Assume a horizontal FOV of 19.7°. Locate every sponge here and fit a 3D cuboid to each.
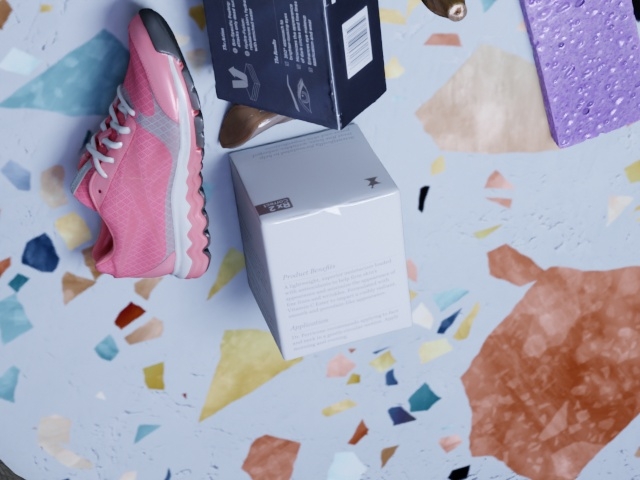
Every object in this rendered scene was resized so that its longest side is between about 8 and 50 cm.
[{"bbox_3d":[0.292,-0.208,2.018,0.117,0.031,0.210,-22,126,-4],"label":"sponge"}]

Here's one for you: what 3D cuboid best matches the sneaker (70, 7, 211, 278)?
[{"bbox_3d":[-0.190,-0.083,1.885,0.136,0.116,0.314,-9,123,-11],"label":"sneaker"}]

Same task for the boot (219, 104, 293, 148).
[{"bbox_3d":[-0.045,-0.135,1.943,0.087,0.042,0.118,-10,161,-39],"label":"boot"}]

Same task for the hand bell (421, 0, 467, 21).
[{"bbox_3d":[0.090,-0.269,1.783,0.126,0.242,0.126,-8,124,-13],"label":"hand bell"}]

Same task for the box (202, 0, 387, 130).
[{"bbox_3d":[-0.027,-0.211,1.822,0.093,0.158,0.156,-42,137,-41],"label":"box"}]

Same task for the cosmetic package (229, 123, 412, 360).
[{"bbox_3d":[0.000,0.000,1.977,0.151,0.151,0.184,-14,125,-11],"label":"cosmetic package"}]

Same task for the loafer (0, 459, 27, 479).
[{"bbox_3d":[-0.380,0.294,2.065,0.092,0.102,0.268,-42,125,2],"label":"loafer"}]
